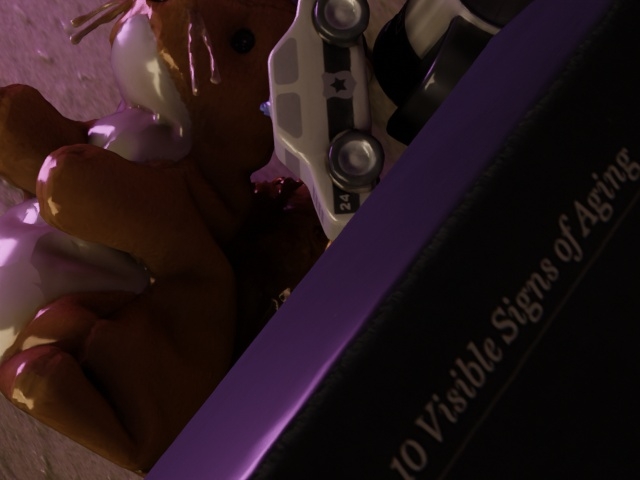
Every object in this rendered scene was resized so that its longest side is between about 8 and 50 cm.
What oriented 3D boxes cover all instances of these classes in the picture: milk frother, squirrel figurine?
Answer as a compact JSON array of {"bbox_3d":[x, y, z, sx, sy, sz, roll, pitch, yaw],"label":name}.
[{"bbox_3d":[0.119,-0.114,1.095,0.143,0.129,0.135,13,156,-13],"label":"milk frother"},{"bbox_3d":[-0.102,-0.009,1.340,0.281,0.370,0.397,20,166,48],"label":"squirrel figurine"}]

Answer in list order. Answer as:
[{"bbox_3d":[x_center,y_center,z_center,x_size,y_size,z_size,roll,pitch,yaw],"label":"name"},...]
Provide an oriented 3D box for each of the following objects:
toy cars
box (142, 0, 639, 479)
[{"bbox_3d":[0.000,0.000,1.158,0.176,0.087,0.394,-97,2,-58],"label":"toy cars"},{"bbox_3d":[0.189,0.160,0.743,0.472,0.480,0.297,42,155,-5],"label":"box"}]
